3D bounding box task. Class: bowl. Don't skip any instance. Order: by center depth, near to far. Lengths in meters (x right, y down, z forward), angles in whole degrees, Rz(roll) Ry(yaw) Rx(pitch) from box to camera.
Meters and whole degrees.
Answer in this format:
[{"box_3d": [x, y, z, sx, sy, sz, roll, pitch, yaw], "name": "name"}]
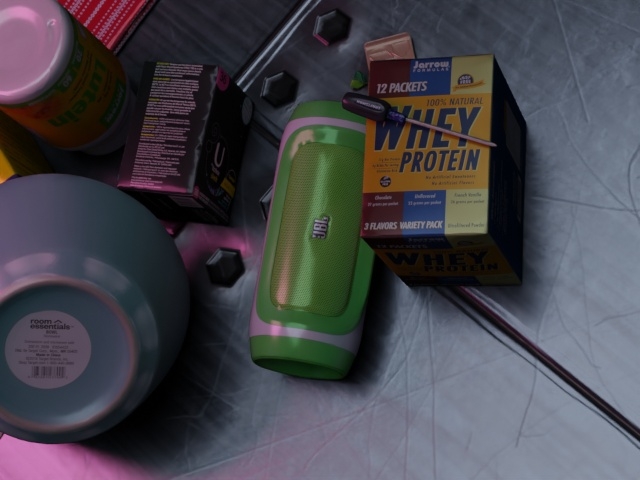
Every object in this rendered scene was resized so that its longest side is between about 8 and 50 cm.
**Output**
[{"box_3d": [-0.289, 0.098, 1.699, 0.311, 0.163, 0.312, -3, 109, -10], "name": "bowl"}]

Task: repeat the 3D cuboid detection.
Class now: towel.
[{"box_3d": [-0.324, -0.362, 2.012, 0.275, 0.031, 0.199, 35, 87, 23], "name": "towel"}]

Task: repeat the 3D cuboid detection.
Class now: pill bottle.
[{"box_3d": [-0.306, -0.186, 1.834, 0.136, 0.245, 0.136, -5, 73, 16], "name": "pill bottle"}]

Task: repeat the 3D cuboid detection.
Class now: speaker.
[{"box_3d": [0.000, 0.000, 1.747, 0.131, 0.131, 0.297, 4, 75, 19], "name": "speaker"}]

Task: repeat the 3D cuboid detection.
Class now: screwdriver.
[{"box_3d": [0.098, -0.118, 1.587, 0.170, 0.024, 0.025, 22, 52, 21], "name": "screwdriver"}]

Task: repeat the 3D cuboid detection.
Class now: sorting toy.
[{"box_3d": [0.072, -0.208, 1.848, 0.083, 0.012, 0.062, -14, 75, 10], "name": "sorting toy"}]

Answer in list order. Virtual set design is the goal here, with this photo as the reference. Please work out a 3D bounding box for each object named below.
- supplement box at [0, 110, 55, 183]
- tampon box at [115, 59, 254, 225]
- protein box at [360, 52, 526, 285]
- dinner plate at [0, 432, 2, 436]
[{"box_3d": [-0.468, -0.105, 1.890, 0.195, 0.194, 0.356, -37, 66, 4], "name": "supplement box"}, {"box_3d": [-0.157, -0.114, 1.833, 0.101, 0.120, 0.161, 7, 76, 20], "name": "tampon box"}, {"box_3d": [0.138, -0.071, 1.682, 0.136, 0.201, 0.200, -2, 73, 17], "name": "protein box"}, {"box_3d": [-0.438, 0.198, 1.885, 0.141, 0.017, 0.141, -5, 72, 15], "name": "dinner plate"}]
